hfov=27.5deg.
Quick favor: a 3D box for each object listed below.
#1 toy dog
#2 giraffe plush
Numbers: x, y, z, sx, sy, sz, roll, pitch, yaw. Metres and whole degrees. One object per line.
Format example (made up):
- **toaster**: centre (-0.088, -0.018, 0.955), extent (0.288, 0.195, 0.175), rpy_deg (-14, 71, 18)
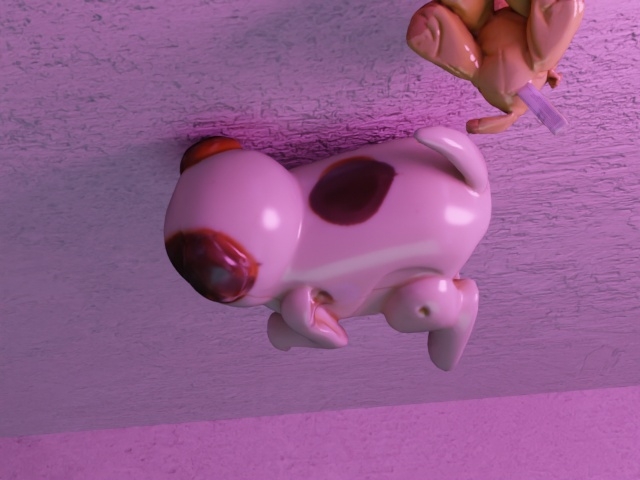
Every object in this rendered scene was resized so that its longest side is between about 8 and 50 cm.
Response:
- **toy dog**: centre (0.000, 0.000, 1.710), extent (0.408, 0.284, 0.395), rpy_deg (2, 156, -10)
- **giraffe plush**: centre (0.211, -0.216, 1.417), extent (0.181, 0.210, 0.170), rpy_deg (-25, -176, 19)
